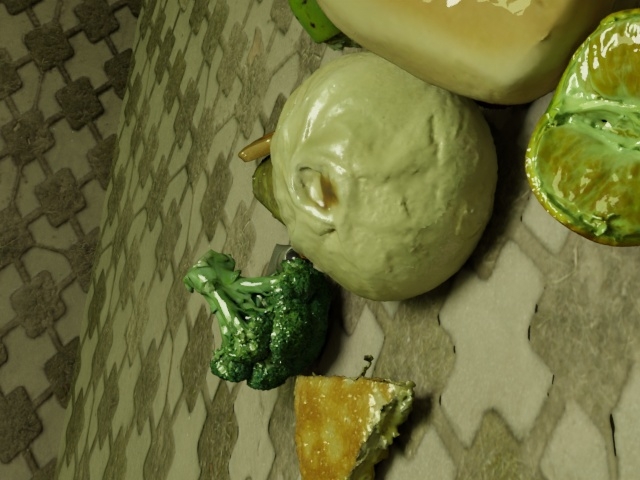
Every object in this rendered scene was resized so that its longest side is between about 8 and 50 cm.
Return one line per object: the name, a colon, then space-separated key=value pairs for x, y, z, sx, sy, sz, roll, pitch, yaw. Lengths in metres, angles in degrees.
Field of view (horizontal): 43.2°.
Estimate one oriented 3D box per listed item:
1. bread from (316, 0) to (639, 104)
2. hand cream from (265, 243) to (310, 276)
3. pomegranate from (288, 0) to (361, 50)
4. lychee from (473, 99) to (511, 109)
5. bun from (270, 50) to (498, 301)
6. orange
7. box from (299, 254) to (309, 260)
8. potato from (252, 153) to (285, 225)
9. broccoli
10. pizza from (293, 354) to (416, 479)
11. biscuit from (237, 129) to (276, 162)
bread: x=0.197 y=-0.347 z=0.939 sx=0.376 sy=0.253 sz=0.347 roll=30 pitch=112 yaw=21
hand cream: x=-0.070 y=0.041 z=1.596 sx=0.186 sy=0.054 sz=0.087 roll=-10 pitch=61 yaw=67
pomegranate: x=0.055 y=-0.469 z=1.458 sx=0.260 sy=0.261 sz=0.341 roll=-69 pitch=24 yaw=7
lychee: x=0.236 y=-0.241 z=1.115 sx=0.123 sy=0.123 sz=0.129 roll=-25 pitch=81 yaw=55
bun: x=0.058 y=-0.085 z=1.144 sx=0.364 sy=0.202 sz=0.364 roll=18 pitch=116 yaw=43
orange: x=0.318 y=-0.114 z=0.820 sx=0.179 sy=0.158 sz=0.237 roll=23 pitch=103 yaw=21
box: x=0.000 y=0.000 z=1.480 sx=0.082 sy=0.052 sz=0.023 roll=-64 pitch=30 yaw=17
potato: x=-0.052 y=-0.099 z=1.558 sx=0.251 sy=0.113 sz=0.149 roll=21 pitch=115 yaw=59
broccoli: x=-0.114 y=0.125 z=1.398 sx=0.270 sy=0.270 sz=0.270 roll=-51 pitch=9 yaw=11
pizza: x=0.059 y=0.286 z=1.193 sx=0.288 sy=0.075 sz=0.279 roll=-40 pitch=45 yaw=43
biscuit: x=-0.047 y=-0.212 z=1.589 sx=0.239 sy=0.212 sz=0.041 roll=-13 pitch=102 yaw=35
